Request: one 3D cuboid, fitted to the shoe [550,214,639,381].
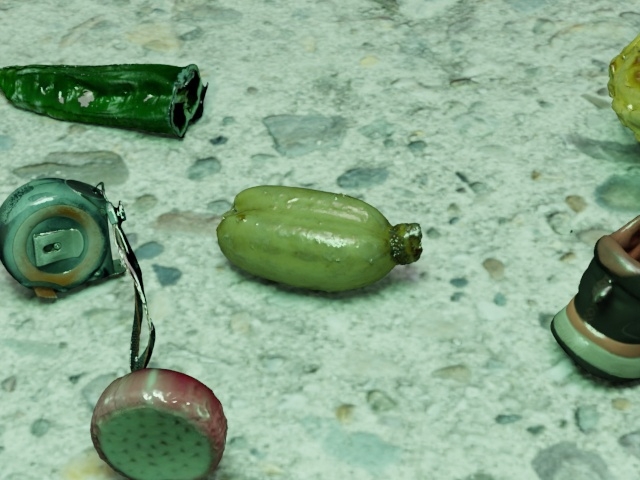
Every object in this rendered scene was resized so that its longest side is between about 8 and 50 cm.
[{"bbox_3d":[0.323,0.009,1.114,0.291,0.137,0.114,-19,46,-22],"label":"shoe"}]

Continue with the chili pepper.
[{"bbox_3d":[-0.233,-0.155,1.361,0.227,0.059,0.088,9,39,16],"label":"chili pepper"}]

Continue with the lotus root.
[{"bbox_3d":[0.000,0.001,1.168,0.183,0.077,0.090,8,50,13],"label":"lotus root"}]

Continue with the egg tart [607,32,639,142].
[{"bbox_3d":[0.413,-0.114,1.265,0.295,0.116,0.294,1,40,-1],"label":"egg tart"}]

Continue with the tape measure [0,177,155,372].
[{"bbox_3d":[-0.205,0.027,1.120,0.107,0.104,0.180,-13,44,-19],"label":"tape measure"}]

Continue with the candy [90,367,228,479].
[{"bbox_3d":[-0.119,0.140,1.001,0.103,0.103,0.043,3,41,3],"label":"candy"}]
